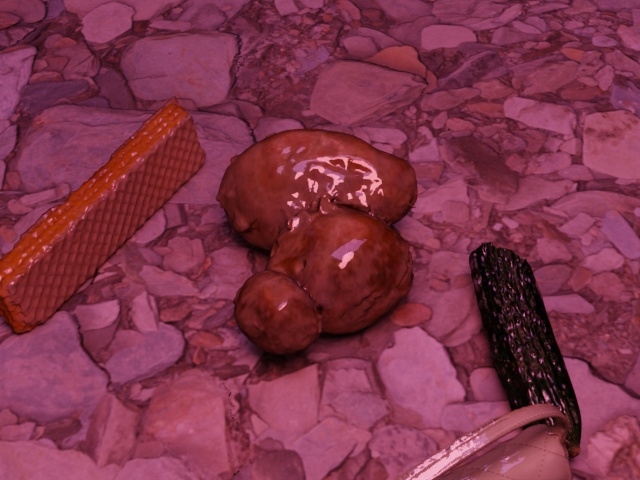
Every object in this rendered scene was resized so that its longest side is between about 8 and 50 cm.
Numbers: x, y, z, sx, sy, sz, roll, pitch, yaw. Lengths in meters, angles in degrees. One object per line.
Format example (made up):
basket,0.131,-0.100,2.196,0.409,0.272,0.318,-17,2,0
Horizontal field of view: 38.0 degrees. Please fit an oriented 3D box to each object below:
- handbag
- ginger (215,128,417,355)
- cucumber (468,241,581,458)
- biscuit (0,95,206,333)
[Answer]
handbag,0.117,0.244,0.812,0.256,0.219,0.079,-25,49,-17
ginger,0.000,0.000,1.084,0.245,0.155,0.304,-3,47,-3
cucumber,0.222,0.119,1.021,0.077,0.077,0.265,-5,48,-2
biscuit,-0.270,-0.039,1.178,0.054,0.094,0.378,19,50,26
